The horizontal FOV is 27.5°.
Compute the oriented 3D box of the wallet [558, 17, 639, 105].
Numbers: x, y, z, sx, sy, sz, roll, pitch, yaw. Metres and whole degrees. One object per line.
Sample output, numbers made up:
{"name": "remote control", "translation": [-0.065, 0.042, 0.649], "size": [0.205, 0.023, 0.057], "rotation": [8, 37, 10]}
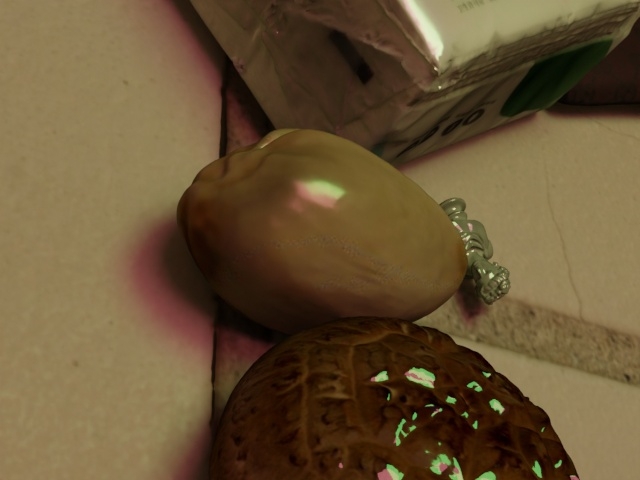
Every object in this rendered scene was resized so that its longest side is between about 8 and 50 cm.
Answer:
{"name": "wallet", "translation": [0.281, -0.208, 1.327], "size": [0.229, 0.049, 0.182], "rotation": [-6, 62, -37]}

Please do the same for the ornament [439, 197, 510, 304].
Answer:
{"name": "ornament", "translation": [0.121, 0.011, 1.060], "size": [0.092, 0.041, 0.068], "rotation": [45, 38, 11]}

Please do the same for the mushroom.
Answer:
{"name": "mushroom", "translation": [0.054, 0.148, 0.824], "size": [0.253, 0.153, 0.253], "rotation": [22, 26, -12]}

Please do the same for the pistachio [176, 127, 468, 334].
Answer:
{"name": "pistachio", "translation": [0.000, 0.000, 0.914], "size": [0.215, 0.144, 0.144], "rotation": [21, 50, -32]}

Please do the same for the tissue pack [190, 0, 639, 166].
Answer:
{"name": "tissue pack", "translation": [0.083, -0.223, 1.082], "size": [0.356, 0.194, 0.266], "rotation": [-24, 76, -46]}
